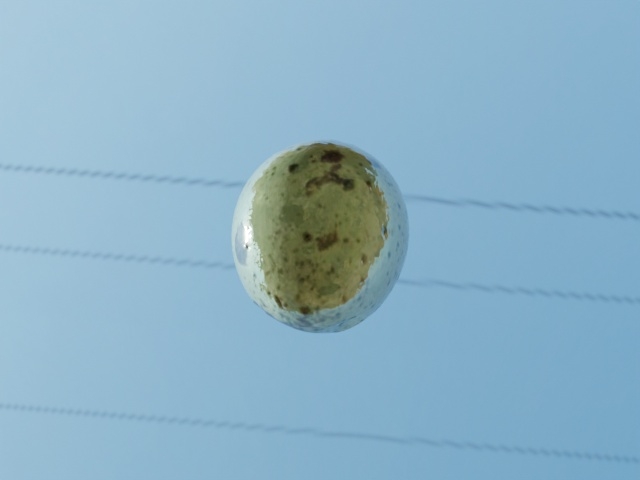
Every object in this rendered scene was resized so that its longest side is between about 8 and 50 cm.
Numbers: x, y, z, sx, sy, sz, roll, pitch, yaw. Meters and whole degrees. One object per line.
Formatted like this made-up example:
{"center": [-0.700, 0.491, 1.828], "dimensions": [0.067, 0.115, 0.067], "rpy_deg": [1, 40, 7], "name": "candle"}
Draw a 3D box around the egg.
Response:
{"center": [0.000, 0.000, 0.688], "dimensions": [0.085, 0.085, 0.110], "rpy_deg": [0, -140, 0], "name": "egg"}
